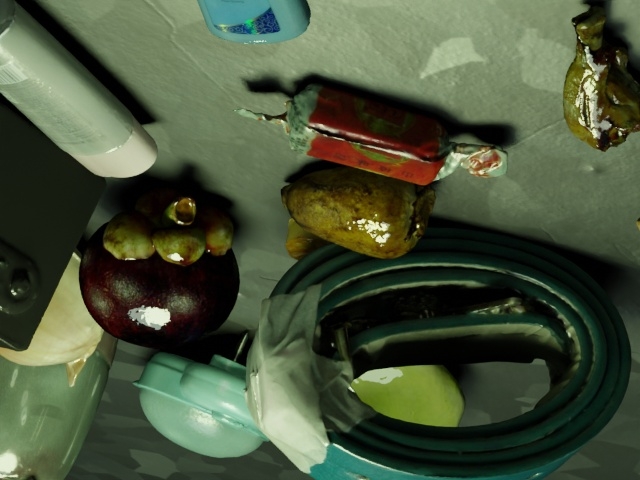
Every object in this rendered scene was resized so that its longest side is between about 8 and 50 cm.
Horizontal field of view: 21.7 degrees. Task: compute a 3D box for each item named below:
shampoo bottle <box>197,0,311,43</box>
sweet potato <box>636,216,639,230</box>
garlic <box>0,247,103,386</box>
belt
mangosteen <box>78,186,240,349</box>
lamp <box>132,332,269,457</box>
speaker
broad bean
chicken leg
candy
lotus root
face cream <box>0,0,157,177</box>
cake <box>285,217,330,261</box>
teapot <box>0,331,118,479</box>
[{"bbox_3d":[-0.083,-0.269,1.473,0.104,0.061,0.258,3,152,15],"label":"shampoo bottle"},{"bbox_3d":[0.485,0.056,1.837,0.341,0.092,0.114,32,165,-32],"label":"sweet potato"},{"bbox_3d":[-0.447,0.063,2.134,0.313,0.249,0.286,8,146,-42],"label":"garlic"},{"bbox_3d":[0.132,0.147,1.917,0.437,0.300,0.173,-1,155,-7],"label":"belt"},{"bbox_3d":[-0.190,0.023,1.991,0.194,0.194,0.230,11,129,3],"label":"mangosteen"},{"bbox_3d":[-0.154,0.231,2.403,0.209,0.147,0.284,24,151,-18],"label":"lamp"},{"bbox_3d":[-0.411,-0.039,1.860,0.184,0.232,0.254,7,156,43],"label":"speaker"},{"bbox_3d":[0.103,0.216,2.294,0.189,0.121,0.263,-3,148,21],"label":"broad bean"},{"bbox_3d":[0.267,-0.151,1.561,0.093,0.070,0.178,-3,141,17],"label":"chicken leg"},{"bbox_3d":[0.053,-0.108,1.736,0.292,0.059,0.086,15,157,-3],"label":"candy"},{"bbox_3d":[0.030,-0.035,1.860,0.191,0.094,0.108,5,119,25],"label":"lotus root"},{"bbox_3d":[-0.282,-0.157,1.769,0.107,0.073,0.269,8,156,34],"label":"face cream"},{"bbox_3d":[0.000,0.000,1.991,0.084,0.044,0.084,11,153,6],"label":"cake"},{"bbox_3d":[-0.464,0.245,2.368,0.315,0.312,0.233,-8,149,42],"label":"teapot"}]
